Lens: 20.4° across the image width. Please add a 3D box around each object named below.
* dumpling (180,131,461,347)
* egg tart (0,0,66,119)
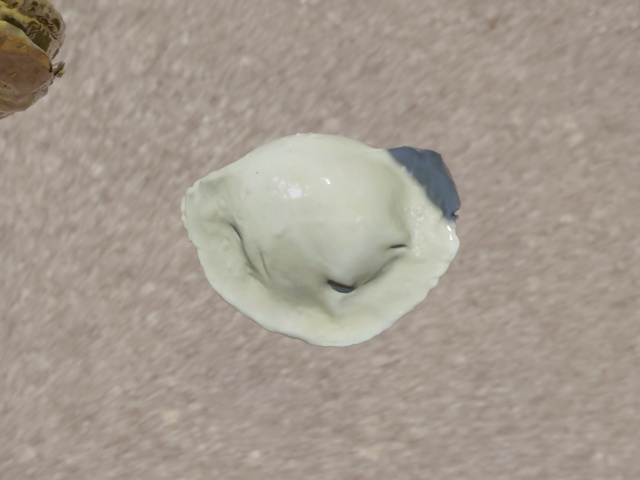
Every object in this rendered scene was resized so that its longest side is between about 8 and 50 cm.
[{"bbox_3d":[-0.001,0.001,1.260,0.111,0.181,0.155,-4,81,-52],"label":"dumpling"},{"bbox_3d":[-0.295,-0.143,1.045,0.297,0.297,0.132,0,81,-14],"label":"egg tart"}]
